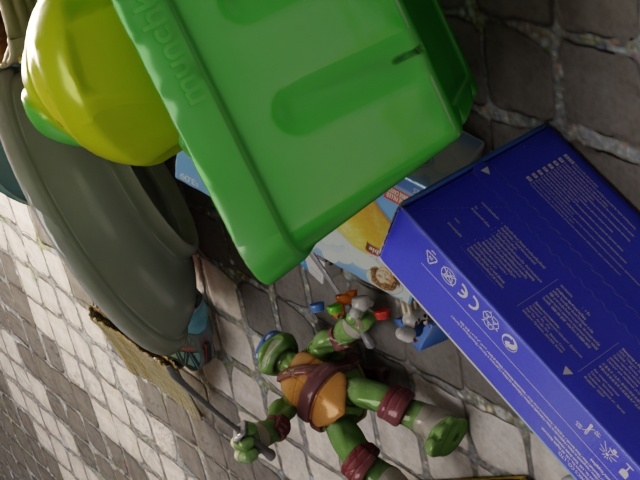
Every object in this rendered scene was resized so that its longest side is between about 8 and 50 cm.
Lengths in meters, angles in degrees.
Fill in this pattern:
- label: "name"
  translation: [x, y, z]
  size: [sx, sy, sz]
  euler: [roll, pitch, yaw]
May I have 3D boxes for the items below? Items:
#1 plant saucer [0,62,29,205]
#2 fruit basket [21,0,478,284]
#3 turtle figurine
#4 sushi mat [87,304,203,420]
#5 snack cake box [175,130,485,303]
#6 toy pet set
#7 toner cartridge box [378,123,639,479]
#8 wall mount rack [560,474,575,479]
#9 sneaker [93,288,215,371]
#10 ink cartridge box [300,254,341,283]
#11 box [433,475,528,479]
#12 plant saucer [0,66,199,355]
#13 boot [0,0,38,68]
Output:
- label: "plant saucer"
  translation: [-0.400, -0.190, 1.510]
  size: [0.044, 0.317, 0.317]
  euler: [-15, 105, 18]
- label: "fruit basket"
  translation: [-0.107, -0.156, 0.886]
  size: [0.392, 0.283, 0.392]
  euler: [4, 108, 11]
- label: "turtle figurine"
  translation: [0.000, 0.166, 1.247]
  size: [0.266, 0.198, 0.274]
  euler: [34, 153, 28]
- label: "sushi mat"
  translation: [-0.243, 0.181, 1.691]
  size: [0.151, 0.019, 0.316]
  euler: [32, 164, 12]
- label: "snack cake box"
  translation: [0.001, -0.073, 1.082]
  size: [0.264, 0.089, 0.152]
  euler: [28, 139, 14]
- label: "toy pet set"
  translation: [0.072, 0.081, 1.157]
  size: [0.122, 0.114, 0.065]
  euler: [3, 108, 57]
- label: "toner cartridge box"
  translation: [0.218, 0.080, 0.878]
  size: [0.348, 0.165, 0.075]
  euler: [50, 148, 21]
- label: "wall mount rack"
  translation: [0.280, 0.295, 0.936]
  size: [0.350, 0.130, 0.304]
  euler: [27, 157, 45]
- label: "sneaker"
  translation: [-0.239, 0.132, 1.699]
  size: [0.262, 0.104, 0.125]
  euler: [9, 125, 56]
- label: "ink cartridge box"
  translation: [0.000, 0.000, 1.287]
  size: [0.048, 0.028, 0.083]
  euler: [41, 144, 31]
- label: "box"
  translation: [0.198, 0.413, 1.281]
  size: [0.322, 0.079, 0.257]
  euler: [62, 152, -1]
- label: "plant saucer"
  translation: [-0.243, -0.054, 1.449]
  size: [0.400, 0.101, 0.400]
  euler: [60, -174, -10]
- label: "boot"
  translation: [-0.269, -0.222, 1.341]
  size: [0.095, 0.203, 0.262]
  euler: [27, 136, 45]
